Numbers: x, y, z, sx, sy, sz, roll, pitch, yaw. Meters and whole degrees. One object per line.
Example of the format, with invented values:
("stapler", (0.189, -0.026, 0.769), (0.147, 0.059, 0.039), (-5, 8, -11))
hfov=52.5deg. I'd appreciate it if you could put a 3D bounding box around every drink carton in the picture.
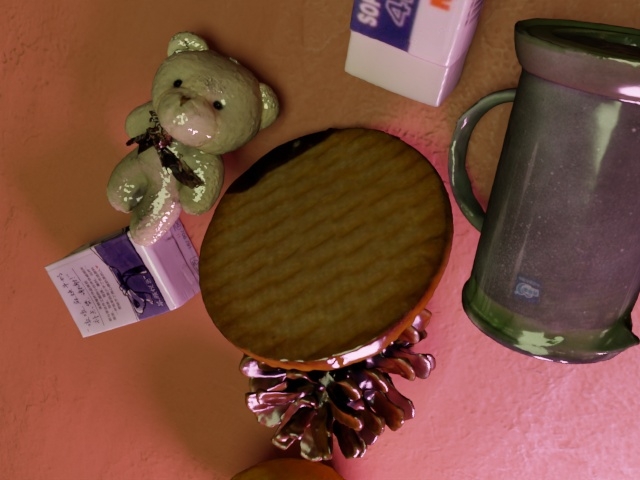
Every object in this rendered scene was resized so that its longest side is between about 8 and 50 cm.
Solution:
("drink carton", (-0.304, 0.054, 1.013), (0.222, 0.102, 0.134), (-19, 105, 29))

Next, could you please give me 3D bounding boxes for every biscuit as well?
("biscuit", (0.000, 0.000, 0.765), (0.318, 0.318, 0.040), (-1, 152, 24))

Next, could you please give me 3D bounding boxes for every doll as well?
("doll", (-0.193, -0.118, 0.842), (0.175, 0.149, 0.278), (36, 112, -4))

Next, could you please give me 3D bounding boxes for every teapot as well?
("teapot", (0.243, -0.050, 0.684), (0.270, 0.200, 0.337), (32, 127, 40))

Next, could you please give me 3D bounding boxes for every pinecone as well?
("pinecone", (0.010, 0.159, 0.834), (0.264, 0.264, 0.264), (9, 115, 20))

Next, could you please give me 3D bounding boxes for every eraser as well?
("eraser", (0.109, -0.282, 0.649), (0.124, 0.081, 0.279), (24, 137, 15))

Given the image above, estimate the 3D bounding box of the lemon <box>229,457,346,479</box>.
("lemon", (-0.060, 0.469, 1.001), (0.253, 0.253, 0.310), (46, 129, 0))
